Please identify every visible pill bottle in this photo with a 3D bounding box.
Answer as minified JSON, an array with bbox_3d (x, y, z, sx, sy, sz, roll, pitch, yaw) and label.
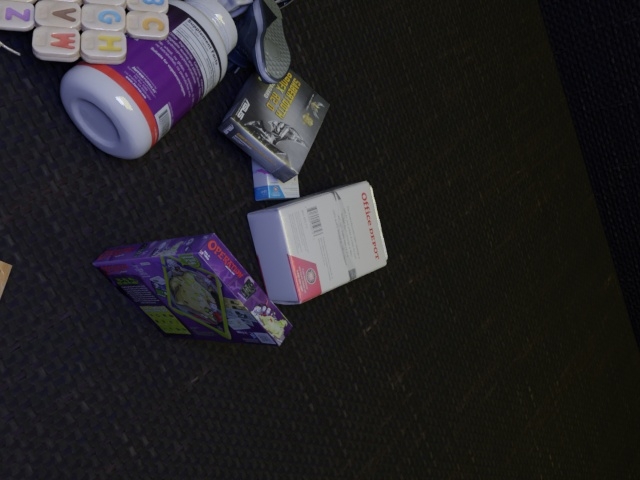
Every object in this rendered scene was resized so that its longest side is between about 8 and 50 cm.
[{"bbox_3d":[-0.292,-0.305,1.176,0.181,0.181,0.323,53,55,-26],"label":"pill bottle"}]

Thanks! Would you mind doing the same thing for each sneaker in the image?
[{"bbox_3d":[-0.145,-0.364,1.313,0.086,0.163,0.226,29,42,-41],"label":"sneaker"}]

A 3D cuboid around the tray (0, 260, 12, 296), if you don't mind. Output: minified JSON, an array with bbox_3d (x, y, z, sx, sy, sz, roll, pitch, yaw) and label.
[{"bbox_3d":[-0.595,0.187,0.884,0.202,0.076,0.411,31,55,-37],"label":"tray"}]

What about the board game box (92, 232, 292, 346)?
[{"bbox_3d":[-0.224,0.087,1.098,0.208,0.346,0.056,50,56,-29],"label":"board game box"}]

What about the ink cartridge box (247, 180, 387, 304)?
[{"bbox_3d":[0.000,0.000,1.463,0.283,0.117,0.207,-20,100,-41],"label":"ink cartridge box"}]

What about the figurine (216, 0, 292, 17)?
[{"bbox_3d":[-0.175,-0.585,1.377,0.214,0.092,0.210,-28,98,-39],"label":"figurine"}]

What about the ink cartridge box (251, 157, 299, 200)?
[{"bbox_3d":[-0.099,-0.150,1.428,0.088,0.052,0.123,-6,89,-43],"label":"ink cartridge box"}]

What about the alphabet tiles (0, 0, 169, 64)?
[{"bbox_3d":[-0.393,-0.408,1.084,0.277,0.021,0.284,0,62,-16],"label":"alphabet tiles"}]

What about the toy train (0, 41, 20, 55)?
[{"bbox_3d":[-0.590,-0.293,0.964,0.248,0.105,0.143,34,75,-36],"label":"toy train"}]

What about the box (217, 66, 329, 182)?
[{"bbox_3d":[-0.092,-0.263,1.389,0.183,0.056,0.231,39,51,-21],"label":"box"}]
